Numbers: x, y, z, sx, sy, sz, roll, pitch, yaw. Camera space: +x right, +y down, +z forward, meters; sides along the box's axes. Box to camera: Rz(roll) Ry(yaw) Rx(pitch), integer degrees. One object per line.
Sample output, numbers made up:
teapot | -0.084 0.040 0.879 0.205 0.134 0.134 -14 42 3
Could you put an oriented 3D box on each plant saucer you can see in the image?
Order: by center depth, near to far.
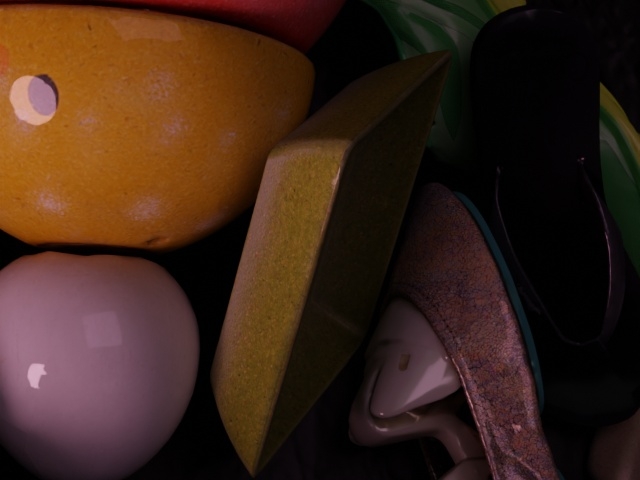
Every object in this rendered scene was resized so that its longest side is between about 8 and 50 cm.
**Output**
plant saucer | 0.000 0.000 0.978 0.045 0.188 0.188 22 25 11

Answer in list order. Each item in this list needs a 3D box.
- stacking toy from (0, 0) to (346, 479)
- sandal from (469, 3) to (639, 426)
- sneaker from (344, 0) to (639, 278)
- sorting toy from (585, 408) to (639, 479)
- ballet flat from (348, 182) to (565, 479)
stacking toy | -0.100 -0.114 0.963 0.351 0.350 0.480 5 81 -25
sandal | 0.132 -0.005 1.081 0.097 0.054 0.254 -14 105 -1
sneaker | 0.099 -0.080 1.148 0.123 0.109 0.295 -41 95 -6
sorting toy | 0.302 0.067 1.207 0.229 0.041 0.307 28 58 -14
ballet flat | 0.078 0.120 1.035 0.106 0.107 0.316 -14 74 -20
